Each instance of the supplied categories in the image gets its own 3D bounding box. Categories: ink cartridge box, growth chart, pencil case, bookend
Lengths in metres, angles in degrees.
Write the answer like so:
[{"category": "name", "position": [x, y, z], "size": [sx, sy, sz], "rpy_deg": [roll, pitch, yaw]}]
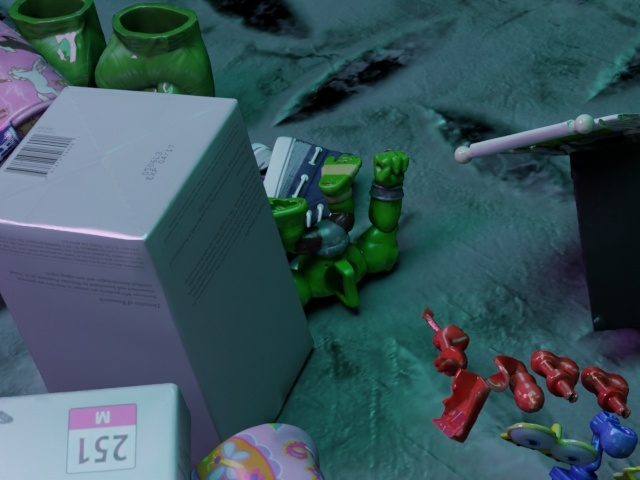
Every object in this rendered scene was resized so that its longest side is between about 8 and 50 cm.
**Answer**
[{"category": "ink cartridge box", "position": [-0.238, 0.237, 1.141], "size": [0.275, 0.060, 0.239], "rpy_deg": [-5, 59, 4]}, {"category": "growth chart", "position": [0.250, -0.090, 1.319], "size": [0.237, 0.021, 0.172], "rpy_deg": [-3, -7, -33]}, {"category": "pencil case", "position": [-0.419, -0.182, 1.688], "size": [0.386, 0.160, 0.167], "rpy_deg": [39, 31, 28]}, {"category": "pencil case", "position": [-0.005, 0.264, 1.123], "size": [0.124, 0.124, 0.284], "rpy_deg": [-25, 41, -11]}, {"category": "bookend", "position": [0.270, 0.001, 1.355], "size": [0.072, 0.156, 0.157], "rpy_deg": [-8, -4, 9]}]

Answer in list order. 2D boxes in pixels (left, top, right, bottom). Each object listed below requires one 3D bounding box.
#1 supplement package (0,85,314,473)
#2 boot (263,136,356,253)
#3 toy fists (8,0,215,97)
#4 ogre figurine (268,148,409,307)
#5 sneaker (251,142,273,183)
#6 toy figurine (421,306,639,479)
[{"category": "supplement package", "position": [-0.143, 0.040, 1.289], "size": [0.175, 0.293, 0.177], "rpy_deg": [6, 44, 25]}, {"category": "boot", "position": [-0.019, -0.025, 1.508], "size": [0.086, 0.069, 0.190], "rpy_deg": [11, 55, 3]}, {"category": "toy fists", "position": [-0.240, -0.192, 1.712], "size": [0.279, 0.142, 0.096], "rpy_deg": [11, 40, 30]}, {"category": "ogre figurine", "position": [0.000, 0.000, 1.421], "size": [0.197, 0.118, 0.097], "rpy_deg": [-35, 34, -32]}, {"category": "sneaker", "position": [-0.076, -0.065, 1.592], "size": [0.098, 0.038, 0.069], "rpy_deg": [-38, 43, -24]}, {"category": "toy figurine", "position": [0.192, 0.223, 1.097], "size": [0.362, 0.217, 0.191], "rpy_deg": [21, 14, -23]}]
